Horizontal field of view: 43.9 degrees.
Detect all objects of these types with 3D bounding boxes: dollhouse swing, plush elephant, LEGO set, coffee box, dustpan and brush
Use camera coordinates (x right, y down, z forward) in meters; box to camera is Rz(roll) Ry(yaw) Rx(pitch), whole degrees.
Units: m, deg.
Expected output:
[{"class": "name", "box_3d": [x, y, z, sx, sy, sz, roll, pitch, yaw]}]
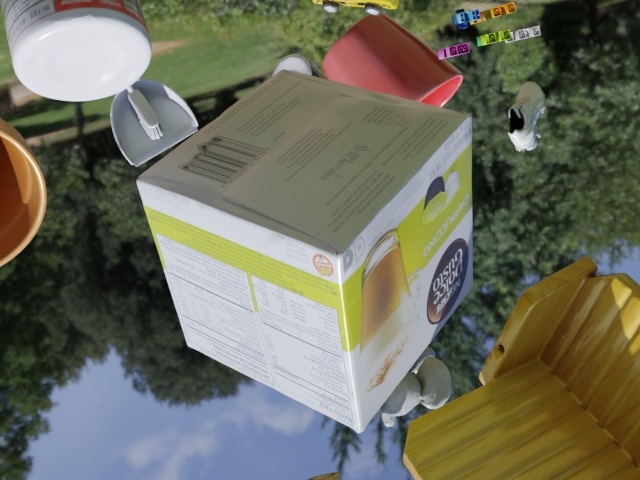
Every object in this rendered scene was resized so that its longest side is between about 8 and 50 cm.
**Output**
[{"class": "dollhouse swing", "box_3d": [0.331, 0.255, 1.103, 0.304, 0.315, 0.347, -10, -135, -30]}, {"class": "plush elephant", "box_3d": [0.182, 0.353, 2.031, 0.271, 0.256, 0.330, 0, 147, -6]}, {"class": "LEGO set", "box_3d": [0.321, -0.430, 1.607, 0.227, 0.087, 0.093, -17, -169, -23]}, {"class": "coffee box", "box_3d": [0.000, 0.000, 1.157, 0.338, 0.335, 0.337, 20, -133, 31]}, {"class": "dustpan and brush", "box_3d": [-0.338, -0.261, 1.448, 0.147, 0.211, 0.060, -33, 169, -10]}]

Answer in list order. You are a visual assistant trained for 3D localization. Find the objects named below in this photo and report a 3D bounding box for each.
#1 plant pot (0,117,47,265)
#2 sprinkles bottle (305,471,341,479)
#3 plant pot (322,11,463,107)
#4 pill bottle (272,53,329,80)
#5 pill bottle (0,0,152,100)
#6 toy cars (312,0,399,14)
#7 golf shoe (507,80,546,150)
[{"class": "plant pot", "box_3d": [-0.592, -0.107, 1.224, 0.290, 0.291, 0.203, -19, -138, -19]}, {"class": "sprinkles bottle", "box_3d": [0.045, 0.721, 1.817, 0.121, 0.356, 0.121, -17, 171, -3]}, {"class": "plant pot", "box_3d": [0.152, -0.378, 1.849, 0.275, 0.243, 0.275, -39, 173, -6]}, {"class": "pill bottle", "box_3d": [-0.037, -0.458, 2.375, 0.130, 0.131, 0.245, -12, 169, 21]}, {"class": "pill bottle", "box_3d": [-0.314, -0.330, 0.971, 0.161, 0.283, 0.161, -16, 160, -6]}, {"class": "toy cars", "box_3d": [0.008, -0.588, 1.578, 0.176, 0.394, 0.087, -39, 159, 12]}, {"class": "golf shoe", "box_3d": [0.454, -0.290, 1.769, 0.069, 0.176, 0.086, -12, 150, 40]}]
